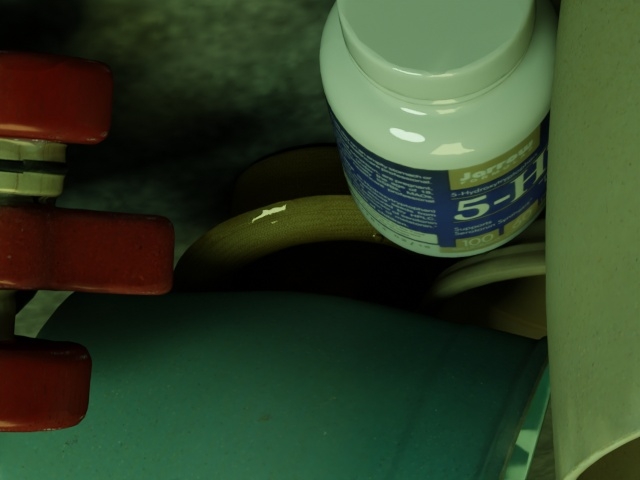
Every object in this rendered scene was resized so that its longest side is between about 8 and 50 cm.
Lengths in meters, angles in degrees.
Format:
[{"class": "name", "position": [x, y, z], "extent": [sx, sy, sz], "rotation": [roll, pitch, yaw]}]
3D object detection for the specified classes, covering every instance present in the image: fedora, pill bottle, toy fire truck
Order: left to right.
[{"class": "toy fire truck", "position": [-0.238, -0.008, 0.845], "extent": [0.302, 0.169, 0.254], "rotation": [3, -177, -31]}, {"class": "fedora", "position": [0.000, 0.000, 1.036], "extent": [0.194, 0.079, 0.194], "rotation": [-6, 152, -3]}, {"class": "pill bottle", "position": [0.058, -0.073, 0.829], "extent": [0.112, 0.112, 0.187], "rotation": [-11, 159, 3]}]

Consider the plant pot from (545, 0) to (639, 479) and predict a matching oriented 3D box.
[{"class": "plant pot", "position": [0.196, -0.050, 0.721], "extent": [0.256, 0.274, 0.256], "rotation": [-8, 160, -3]}]

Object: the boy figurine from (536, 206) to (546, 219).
[{"class": "boy figurine", "position": [0.170, -0.034, 1.008], "extent": [0.177, 0.092, 0.285], "rotation": [-8, 157, -13]}]

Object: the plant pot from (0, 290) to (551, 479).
[{"class": "plant pot", "position": [-0.034, 0.142, 0.947], "extent": [0.255, 0.272, 0.272], "rotation": [18, 162, 12]}]

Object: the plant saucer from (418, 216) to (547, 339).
[{"class": "plant saucer", "position": [0.192, 0.039, 0.975], "extent": [0.277, 0.041, 0.278], "rotation": [7, 163, 2]}]
